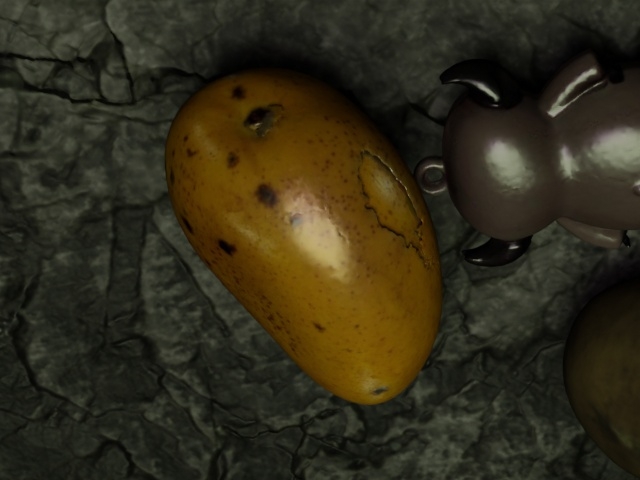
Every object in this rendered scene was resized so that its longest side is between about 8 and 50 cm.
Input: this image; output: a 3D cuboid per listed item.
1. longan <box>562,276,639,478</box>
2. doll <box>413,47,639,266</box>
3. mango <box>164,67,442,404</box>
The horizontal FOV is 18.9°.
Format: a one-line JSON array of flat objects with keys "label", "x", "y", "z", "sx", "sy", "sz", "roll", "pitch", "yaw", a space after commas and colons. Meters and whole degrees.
[{"label": "longan", "x": 0.282, "y": 0.114, "z": 1.535, "sx": 0.167, "sy": 0.187, "sz": 0.167, "roll": -16, "pitch": 143, "yaw": -12}, {"label": "doll", "x": 0.198, "y": -0.071, "z": 1.462, "sx": 0.257, "sy": 0.117, "sz": 0.182, "roll": -7, "pitch": 119, "yaw": 9}, {"label": "mango", "x": 0.000, "y": 0.000, "z": 1.470, "sx": 0.191, "sy": 0.160, "sz": 0.290, "roll": -5, "pitch": 119, "yaw": 52}]
